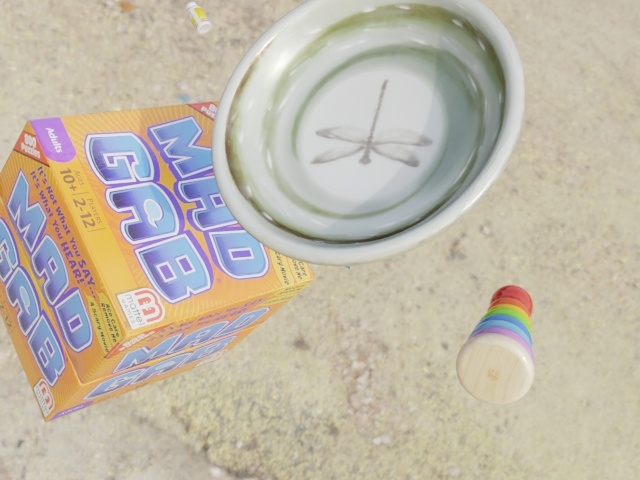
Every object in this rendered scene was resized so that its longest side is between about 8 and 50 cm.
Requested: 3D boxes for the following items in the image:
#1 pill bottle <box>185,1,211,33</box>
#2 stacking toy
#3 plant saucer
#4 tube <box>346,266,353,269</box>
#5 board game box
[{"bbox_3d":[-0.321,-0.583,2.186,0.043,0.043,0.083,-15,66,-38],"label":"pill bottle"},{"bbox_3d":[0.359,0.184,1.638,0.141,0.141,0.330,30,26,7],"label":"stacking toy"},{"bbox_3d":[0.060,-0.143,1.054,0.400,0.400,0.100,53,3,30],"label":"plant saucer"},{"bbox_3d":[0.000,0.000,2.088,0.207,0.052,0.080,30,33,14],"label":"tube"},{"bbox_3d":[-0.306,0.027,1.384,0.356,0.356,0.356,-15,71,-43],"label":"board game box"}]
